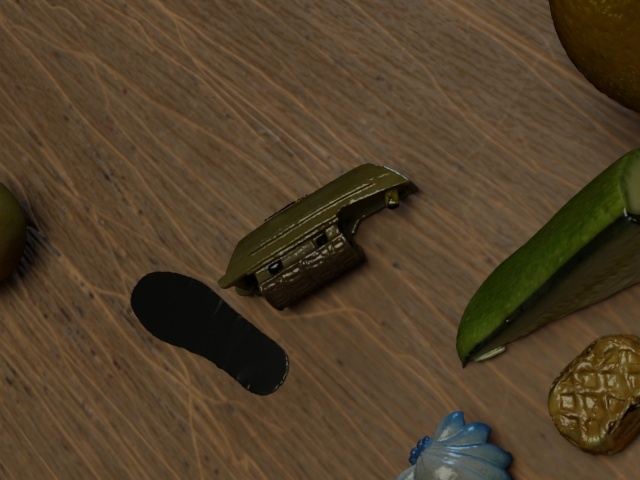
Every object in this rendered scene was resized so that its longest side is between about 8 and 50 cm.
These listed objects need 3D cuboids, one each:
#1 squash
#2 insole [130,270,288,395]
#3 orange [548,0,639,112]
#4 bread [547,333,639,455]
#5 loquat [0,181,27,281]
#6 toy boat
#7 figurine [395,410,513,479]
[{"bbox_3d":[0.240,0.019,0.930,0.252,0.169,0.093,-51,48,45],"label":"squash"},{"bbox_3d":[-0.123,0.095,1.108,0.232,0.003,0.080,28,89,31],"label":"insole"},{"bbox_3d":[0.316,-0.224,0.816,0.274,0.274,0.274,-8,71,26],"label":"orange"},{"bbox_3d":[0.248,0.131,0.877,0.110,0.044,0.083,-50,58,9],"label":"bread"},{"bbox_3d":[-0.426,-0.014,1.221,0.137,0.163,0.163,-22,61,-13],"label":"loquat"},{"bbox_3d":[0.000,0.000,1.039,0.226,0.068,0.088,-30,68,13],"label":"toy boat"},{"bbox_3d":[0.129,0.218,0.905,0.114,0.079,0.114,0,87,-7],"label":"figurine"}]
